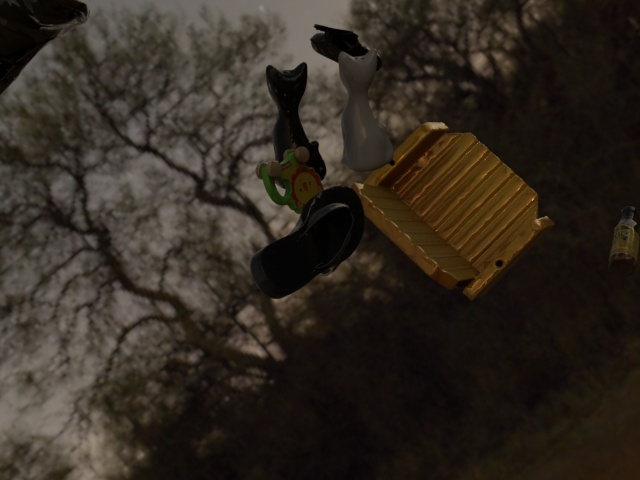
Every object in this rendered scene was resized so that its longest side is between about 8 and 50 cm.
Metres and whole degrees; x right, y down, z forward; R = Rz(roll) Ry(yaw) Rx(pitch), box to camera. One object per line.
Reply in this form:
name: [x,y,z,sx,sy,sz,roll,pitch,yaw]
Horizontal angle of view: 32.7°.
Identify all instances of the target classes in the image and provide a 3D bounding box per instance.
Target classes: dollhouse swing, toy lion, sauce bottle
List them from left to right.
toy lion: [-0.038,-0.079,1.557,0.034,0.096,0.100,-8,16,44]
dollhouse swing: [0.272,-0.084,2.277,0.315,0.347,0.305,-45,-15,-1]
sauce bottle: [0.454,-0.001,1.622,0.042,0.042,0.128,-47,14,41]

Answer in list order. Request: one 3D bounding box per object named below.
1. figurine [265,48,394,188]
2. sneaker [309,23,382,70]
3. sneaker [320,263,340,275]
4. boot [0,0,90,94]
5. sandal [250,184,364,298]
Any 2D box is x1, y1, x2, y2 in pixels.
figurine: [0.013,-0.212,1.837,0.215,0.209,0.092,-16,25,-20]
sneaker: [0.049,-0.337,1.921,0.089,0.170,0.051,8,81,65]
sneaker: [0.038,-0.007,2.247,0.170,0.068,0.071,-62,-20,15]
boot: [-0.258,-0.166,0.923,0.106,0.082,0.219,-63,22,-4]
sandal: [0.000,0.001,1.498,0.054,0.097,0.254,-28,12,40]
